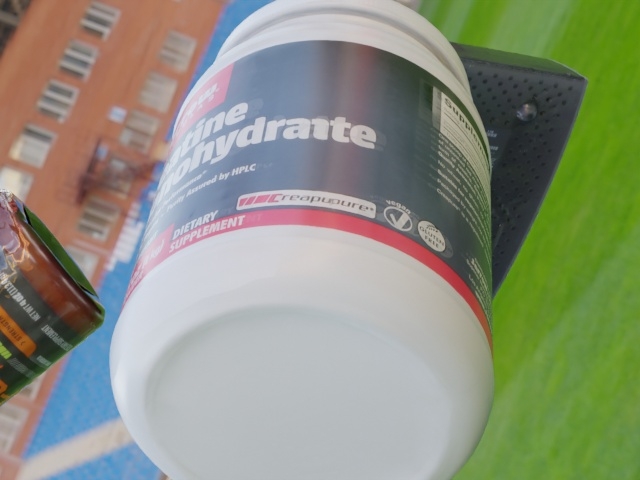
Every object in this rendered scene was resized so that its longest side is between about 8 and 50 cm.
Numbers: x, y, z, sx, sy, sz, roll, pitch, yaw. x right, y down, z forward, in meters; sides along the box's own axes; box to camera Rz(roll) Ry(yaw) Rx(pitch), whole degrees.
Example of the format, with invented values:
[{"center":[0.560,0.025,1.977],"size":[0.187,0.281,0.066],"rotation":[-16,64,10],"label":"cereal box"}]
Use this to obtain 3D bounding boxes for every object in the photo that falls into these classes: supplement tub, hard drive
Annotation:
[{"center":[0.000,0.000,0.747],"size":[0.272,0.191,0.191],"rotation":[-83,11,-50],"label":"supplement tub"},{"center":[0.077,-0.035,1.006],"size":[0.054,0.172,0.255],"rotation":[-107,29,-50],"label":"hard drive"},{"center":[-0.231,0.067,0.790],"size":[0.198,0.106,0.106],"rotation":[-39,0,-3],"label":"supplement tub"}]
